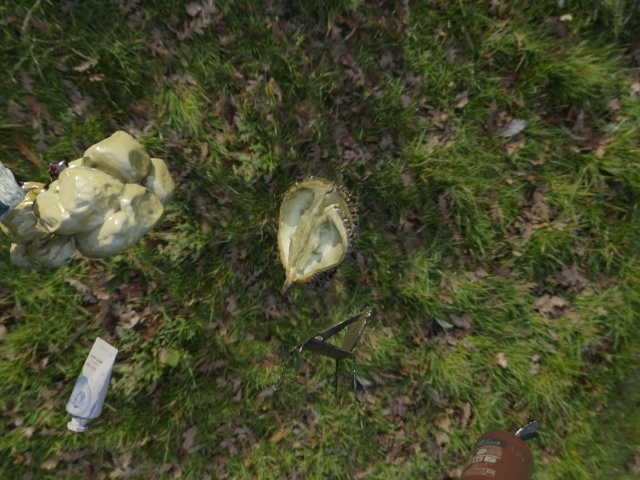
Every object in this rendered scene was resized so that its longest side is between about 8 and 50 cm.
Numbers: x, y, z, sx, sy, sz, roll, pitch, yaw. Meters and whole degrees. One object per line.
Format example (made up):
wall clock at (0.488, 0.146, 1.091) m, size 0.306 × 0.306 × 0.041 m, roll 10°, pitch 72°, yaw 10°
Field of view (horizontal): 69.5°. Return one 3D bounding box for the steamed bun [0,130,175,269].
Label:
steamed bun at (-0.276, -0.059, 0.555) m, size 0.178 × 0.192 × 0.106 m, roll -6°, pitch 121°, yaw 25°

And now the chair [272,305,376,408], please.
chair at (0.023, 0.212, 0.911) m, size 0.149 × 0.174 × 0.213 m, roll 24°, pitch 62°, yaw -8°

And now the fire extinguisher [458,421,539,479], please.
fire extinguisher at (0.329, 0.436, 0.846) m, size 0.135 × 0.337 × 0.114 m, roll -41°, pitch 75°, yaw 27°

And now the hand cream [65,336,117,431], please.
hand cream at (-0.373, 0.236, 0.750) m, size 0.053 × 0.084 × 0.142 m, roll 22°, pitch 80°, yaw -46°

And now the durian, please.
durian at (0.002, 0.001, 0.488) m, size 0.071 × 0.110 × 0.140 m, roll 3°, pitch 120°, yaw -39°

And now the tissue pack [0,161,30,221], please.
tissue pack at (-0.488, -0.081, 0.312) m, size 0.264 × 0.253 × 0.416 m, roll -35°, pitch 116°, yaw 7°
